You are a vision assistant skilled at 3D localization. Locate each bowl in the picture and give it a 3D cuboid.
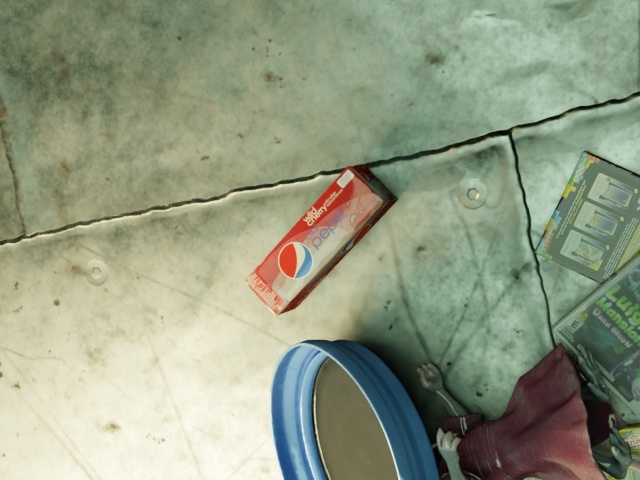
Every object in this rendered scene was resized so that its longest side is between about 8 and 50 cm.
[{"bbox_3d":[0.048,0.334,1.529,0.391,0.077,0.391,33,130,51],"label":"bowl"}]

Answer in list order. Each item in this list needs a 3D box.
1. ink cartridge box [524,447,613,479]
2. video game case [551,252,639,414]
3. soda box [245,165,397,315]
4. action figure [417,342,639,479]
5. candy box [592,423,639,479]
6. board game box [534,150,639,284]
[{"bbox_3d":[0.341,0.413,1.547,0.181,0.056,0.225,11,82,26],"label":"ink cartridge box"},{"bbox_3d":[0.469,0.140,1.486,0.190,0.022,0.173,45,106,-6],"label":"video game case"},{"bbox_3d":[0.000,0.000,1.627,0.083,0.092,0.263,46,106,10],"label":"soda box"},{"bbox_3d":[0.274,0.314,1.505,0.370,0.248,0.276,-32,107,26],"label":"action figure"},{"bbox_3d":[0.430,0.337,1.537,0.206,0.027,0.105,-8,90,20],"label":"candy box"},{"bbox_3d":[0.420,-0.029,1.506,0.141,0.048,0.170,27,102,13],"label":"board game box"}]
